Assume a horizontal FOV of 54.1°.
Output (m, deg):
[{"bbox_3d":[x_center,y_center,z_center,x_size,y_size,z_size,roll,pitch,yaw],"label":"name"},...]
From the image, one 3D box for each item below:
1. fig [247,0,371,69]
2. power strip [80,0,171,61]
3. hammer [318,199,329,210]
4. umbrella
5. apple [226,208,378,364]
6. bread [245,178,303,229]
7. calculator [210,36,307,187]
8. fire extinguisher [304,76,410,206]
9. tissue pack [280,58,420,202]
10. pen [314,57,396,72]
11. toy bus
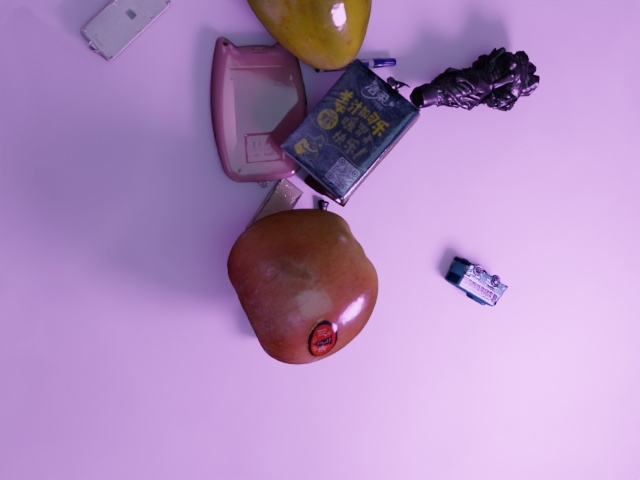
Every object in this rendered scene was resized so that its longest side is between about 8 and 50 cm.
[{"bbox_3d":[-0.015,-0.500,1.273,0.258,0.258,0.326,-37,134,-10],"label":"fig"},{"bbox_3d":[-0.382,-0.440,1.236,0.192,0.035,0.081,-46,116,-6],"label":"power strip"},{"bbox_3d":[0.000,0.000,1.535,0.078,0.021,0.201,-6,106,-22],"label":"hammer"},{"bbox_3d":[0.380,-0.394,1.529,0.336,0.128,0.155,-5,106,-23],"label":"umbrella"},{"bbox_3d":[-0.024,0.096,1.360,0.304,0.338,0.339,-24,113,-9],"label":"apple"},{"bbox_3d":[-0.107,-0.072,1.465,0.068,0.028,0.154,35,88,-27],"label":"bread"},{"bbox_3d":[-0.129,-0.279,1.381,0.220,0.048,0.330,-9,106,-22],"label":"calculator"},{"bbox_3d":[0.102,-0.244,1.466,0.337,0.114,0.135,-57,160,1],"label":"fire extinguisher"},{"bbox_3d":[0.065,-0.236,1.361,0.185,0.081,0.257,41,90,4],"label":"tissue pack"},{"bbox_3d":[0.084,-0.408,1.455,0.204,0.025,0.025,-10,108,-21],"label":"pen"},{"bbox_3d":[0.428,0.117,1.724,0.160,0.079,0.092,29,91,-27],"label":"toy bus"}]
